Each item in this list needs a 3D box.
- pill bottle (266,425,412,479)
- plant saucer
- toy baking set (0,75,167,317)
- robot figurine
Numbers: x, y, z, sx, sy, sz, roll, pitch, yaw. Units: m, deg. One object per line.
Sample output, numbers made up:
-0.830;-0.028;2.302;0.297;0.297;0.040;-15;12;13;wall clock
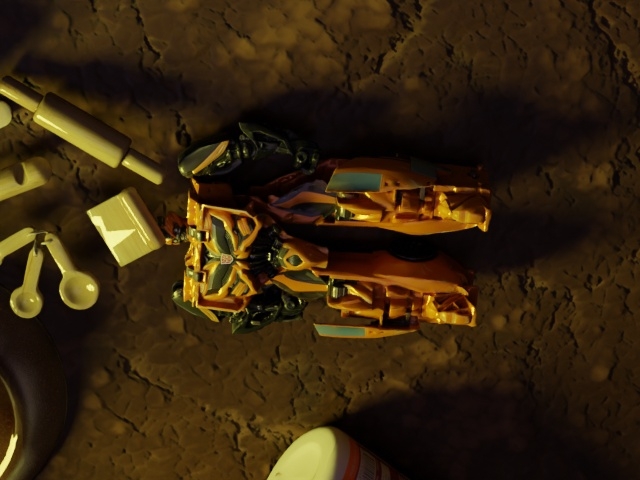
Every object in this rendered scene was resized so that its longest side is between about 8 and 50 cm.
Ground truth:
0.058;0.282;1.900;0.221;0.121;0.121;37;111;-22;pill bottle
-0.392;0.155;1.840;0.310;0.050;0.311;-1;120;-2;plant saucer
-0.261;-0.040;1.723;0.256;0.030;0.197;34;106;-7;toy baking set
0.000;0.000;1.757;0.291;0.085;0.211;2;118;-5;robot figurine
